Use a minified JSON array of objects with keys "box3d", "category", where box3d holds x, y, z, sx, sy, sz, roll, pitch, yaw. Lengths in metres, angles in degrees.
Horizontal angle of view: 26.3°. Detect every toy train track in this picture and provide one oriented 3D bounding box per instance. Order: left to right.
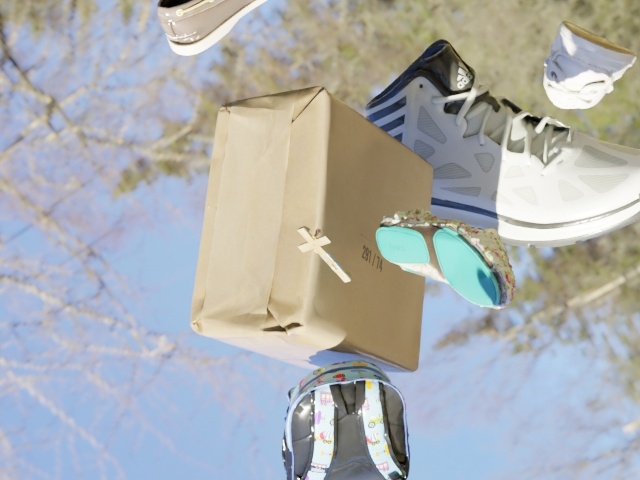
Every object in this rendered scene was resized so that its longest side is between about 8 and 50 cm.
[{"box3d":[0.007,0.013,1.509,0.083,0.048,0.014,48,-130,-20],"category":"toy train track"}]

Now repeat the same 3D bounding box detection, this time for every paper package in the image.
[{"box3d":[0.000,0.000,1.741,0.325,0.168,0.310,27,-114,-58],"category":"paper package"}]

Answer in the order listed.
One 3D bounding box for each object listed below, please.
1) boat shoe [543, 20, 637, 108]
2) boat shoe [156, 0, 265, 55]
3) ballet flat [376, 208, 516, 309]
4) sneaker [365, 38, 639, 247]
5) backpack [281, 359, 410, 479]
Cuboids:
[{"box3d":[0.319,-0.203,1.675,0.098,0.096,0.277,29,-172,8],"category":"boat shoe"},{"box3d":[-0.142,-0.447,2.298,0.116,0.324,0.097,34,160,39],"category":"boat shoe"},{"box3d":[0.148,0.007,1.474,0.241,0.077,0.091,27,133,56],"category":"ballet flat"},{"box3d":[0.243,-0.142,1.890,0.169,0.447,0.258,-52,-49,-38],"category":"sneaker"},{"box3d":[0.028,0.216,1.661,0.117,0.158,0.173,-103,7,-55],"category":"backpack"}]
